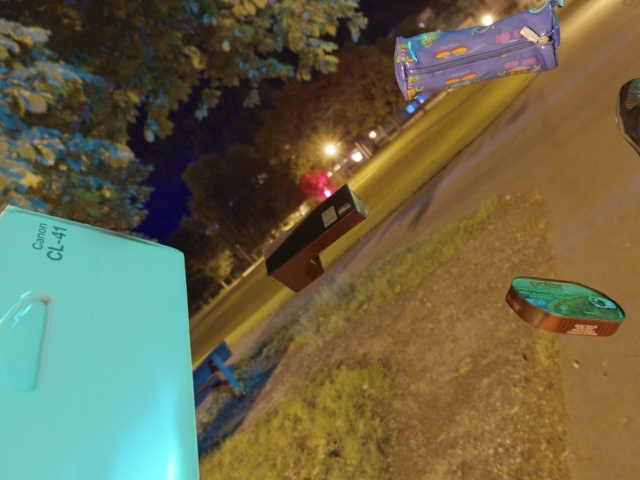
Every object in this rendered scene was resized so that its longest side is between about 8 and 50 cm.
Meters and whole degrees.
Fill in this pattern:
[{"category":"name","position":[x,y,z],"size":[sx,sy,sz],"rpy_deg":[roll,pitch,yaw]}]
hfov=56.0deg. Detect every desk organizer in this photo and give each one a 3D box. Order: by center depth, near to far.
[{"category":"desk organizer","position":[0.000,0.000,0.685],"size":[0.130,0.050,0.047],"rpy_deg":[-38,40,18]}]

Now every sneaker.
[{"category":"sneaker","position":[0.428,-0.144,0.724],"size":[0.130,0.087,0.228],"rpy_deg":[83,-171,-52]}]

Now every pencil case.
[{"category":"pencil case","position":[0.285,-0.343,1.099],"size":[0.306,0.119,0.133],"rpy_deg":[-9,15,14]}]

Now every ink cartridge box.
[{"category":"ink cartridge box","position":[-0.197,0.170,0.403],"size":[0.306,0.131,0.226],"rpy_deg":[-56,33,30]}]

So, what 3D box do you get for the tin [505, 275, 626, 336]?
[{"category":"tin","position":[0.363,0.098,0.896],"size":[0.106,0.189,0.040],"rpy_deg":[-112,35,-53]}]
